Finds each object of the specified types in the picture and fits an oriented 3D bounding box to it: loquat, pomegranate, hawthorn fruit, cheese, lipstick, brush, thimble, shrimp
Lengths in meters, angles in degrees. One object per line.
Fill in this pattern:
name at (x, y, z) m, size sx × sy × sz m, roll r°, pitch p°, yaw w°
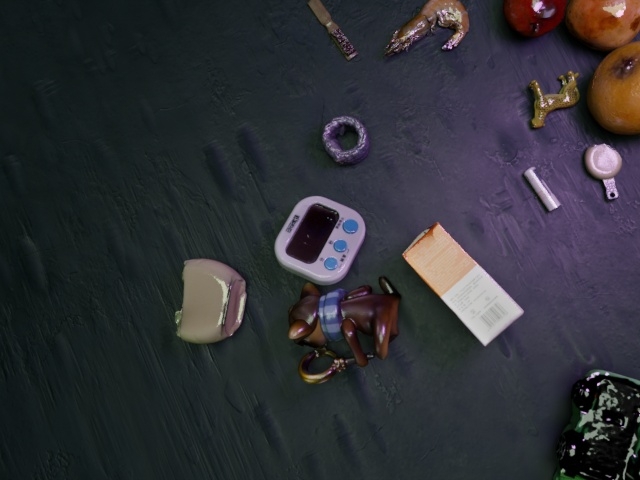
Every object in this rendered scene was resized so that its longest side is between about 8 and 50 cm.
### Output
loquat at (0.876, -0.421, 1.613) m, size 0.263 × 0.263 × 0.263 m, roll -1°, pitch 85°, yaw 9°
pomegranate at (0.821, -0.655, 1.660) m, size 0.215 × 0.215 × 0.215 m, roll -1°, pitch 85°, yaw 9°
hawthorn fruit at (0.626, -0.674, 1.699) m, size 0.185 × 0.185 × 0.202 m, roll 1°, pitch 56°, yaw 10°
cheese at (-0.360, 0.191, 1.830) m, size 0.233 × 0.127 × 0.266 m, roll 6°, pitch 83°, yaw 13°
lipstick at (0.657, -0.153, 1.731) m, size 0.040 × 0.040 × 0.141 m, roll -31°, pitch 80°, yaw 6°
brush at (0.037, -0.691, 1.885) m, size 0.043 × 0.036 × 0.248 m, roll -33°, pitch 81°, yaw 1°
thimble at (0.078, -0.310, 1.813) m, size 0.150 × 0.098 × 0.150 m, roll -1°, pitch 84°, yaw 9°
shrimp at (0.337, -0.639, 1.824) m, size 0.296 × 0.058 × 0.169 m, roll -42°, pitch 82°, yaw 0°
cheese at (0.837, -0.206, 1.701) m, size 0.092 × 0.047 × 0.171 m, roll -32°, pitch 80°, yaw 8°

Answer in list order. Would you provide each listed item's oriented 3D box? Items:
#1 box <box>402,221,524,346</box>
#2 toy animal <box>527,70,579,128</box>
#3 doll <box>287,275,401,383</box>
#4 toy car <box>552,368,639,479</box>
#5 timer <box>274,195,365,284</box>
box at (0.392, 0.118, 1.657) m, size 0.143 × 0.225 × 0.341 m, roll -42°, pitch 80°, yaw 5°
toy animal at (0.705, -0.422, 1.740) m, size 0.181 × 0.073 × 0.136 m, roll -16°, pitch 91°, yaw -4°
doll at (0.074, 0.254, 1.731) m, size 0.339 × 0.209 × 0.318 m, roll -3°, pitch 52°, yaw 7°
toy car at (0.763, 0.538, 1.591) m, size 0.213 × 0.176 × 0.359 m, roll 14°, pitch 84°, yaw 10°
timer at (0.000, 0.000, 1.776) m, size 0.237 × 0.087 × 0.262 m, roll 23°, pitch 67°, yaw 13°
